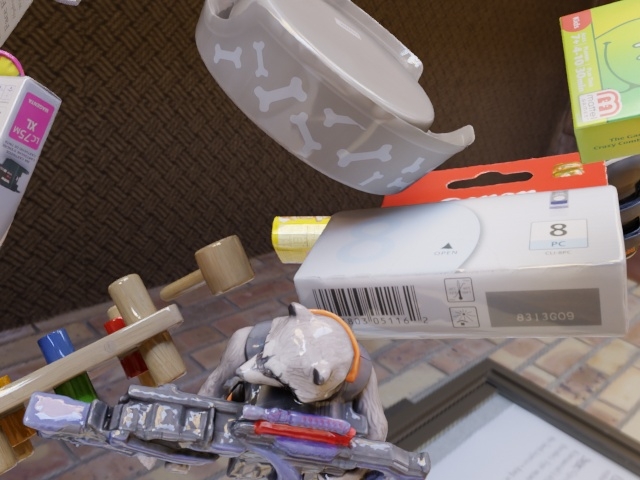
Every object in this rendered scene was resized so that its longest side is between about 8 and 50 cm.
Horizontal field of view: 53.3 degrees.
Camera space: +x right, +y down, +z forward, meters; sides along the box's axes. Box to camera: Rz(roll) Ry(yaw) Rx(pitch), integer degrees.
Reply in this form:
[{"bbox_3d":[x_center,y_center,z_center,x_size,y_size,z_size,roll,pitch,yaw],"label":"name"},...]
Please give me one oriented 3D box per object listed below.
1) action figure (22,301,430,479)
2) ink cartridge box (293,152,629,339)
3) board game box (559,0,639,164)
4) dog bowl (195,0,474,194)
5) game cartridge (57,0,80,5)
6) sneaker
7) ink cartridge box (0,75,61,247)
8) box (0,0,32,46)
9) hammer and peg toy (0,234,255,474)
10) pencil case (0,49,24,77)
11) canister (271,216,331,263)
[{"bbox_3d":[-0.085,0.142,0.608,0.341,0.330,0.179,17,57,-19],"label":"action figure"},{"bbox_3d":[0.178,-0.037,0.747,0.385,0.308,0.091,-61,139,-52],"label":"ink cartridge box"},{"bbox_3d":[0.244,-0.111,0.379,0.043,0.181,0.092,44,43,-52],"label":"board game box"},{"bbox_3d":[0.013,-0.192,0.733,0.348,0.349,0.102,5,134,-51],"label":"dog bowl"},{"bbox_3d":[-0.410,-0.407,1.014,0.056,0.083,0.017,-61,169,-16],"label":"game cartridge"},{"bbox_3d":[0.467,-0.042,1.017,0.126,0.128,0.321,-20,157,6],"label":"sneaker"},{"bbox_3d":[-0.428,-0.040,0.727,0.065,0.185,0.311,38,68,-57],"label":"ink cartridge box"},{"bbox_3d":[-0.285,-0.206,0.371,0.181,0.181,0.119,122,-15,-57],"label":"box"},{"bbox_3d":[-0.245,0.137,0.759,0.361,0.127,0.266,-26,176,-24],"label":"hammer and peg toy"},{"bbox_3d":[-0.610,-0.300,1.137,0.104,0.236,0.105,-17,116,-38],"label":"pencil case"},{"bbox_3d":[0.000,0.000,1.241,0.126,0.169,0.073,71,21,-63],"label":"canister"}]
